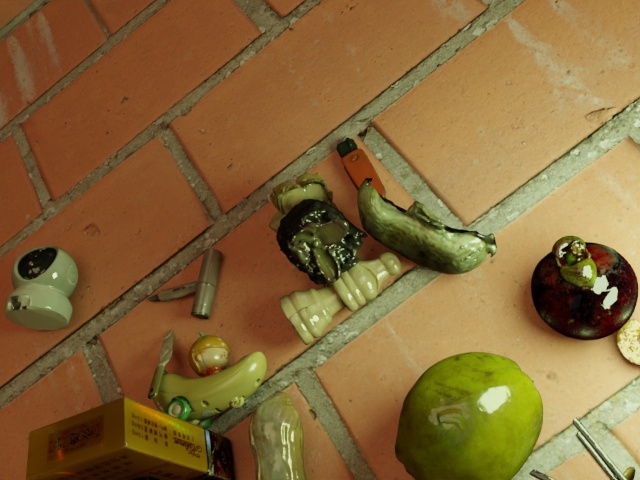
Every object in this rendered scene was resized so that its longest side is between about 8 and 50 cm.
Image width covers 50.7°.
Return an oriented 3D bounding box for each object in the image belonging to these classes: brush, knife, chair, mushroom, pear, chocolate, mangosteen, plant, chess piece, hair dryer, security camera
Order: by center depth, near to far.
[{"bbox_3d":[0.547,0.467,1.256,0.172,0.159,0.247,-47,56,-5],"label":"chair"},{"bbox_3d":[0.298,0.368,1.369,0.321,0.269,0.269,-33,57,-8],"label":"pear"},{"bbox_3d":[0.545,0.099,1.396,0.216,0.216,0.216,-10,63,20],"label":"mangosteen"},{"bbox_3d":[-0.099,0.504,1.550,0.134,0.134,0.309,-15,62,18],"label":"chocolate"},{"bbox_3d":[0.230,-0.019,1.577,0.344,0.247,0.130,25,87,6],"label":"mushroom"},{"bbox_3d":[0.000,0.000,1.625,0.178,0.204,0.234,-45,23,-5],"label":"plant"},{"bbox_3d":[0.059,0.121,1.677,0.307,0.139,0.124,-33,102,3],"label":"chess piece"},{"bbox_3d":[-0.408,0.314,1.756,0.047,0.017,0.298,-37,20,10],"label":"knife"},{"bbox_3d":[0.125,-0.152,1.806,0.070,0.051,0.323,-27,55,3],"label":"brush"},{"bbox_3d":[-0.387,0.124,1.915,0.220,0.053,0.195,-4,64,30],"label":"hair dryer"},{"bbox_3d":[-0.827,0.131,2.028,0.194,0.194,0.236,-9,58,21],"label":"security camera"}]

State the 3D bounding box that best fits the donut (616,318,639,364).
[{"bbox_3d":[0.665,0.215,1.388,0.108,0.043,0.097,22,77,30],"label":"donut"}]

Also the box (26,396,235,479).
[{"bbox_3d":[-0.408,0.494,1.528,0.264,0.415,0.116,-23,54,14],"label":"box"}]

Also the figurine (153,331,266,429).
[{"bbox_3d":[-0.284,0.347,1.717,0.324,0.124,0.222,-25,53,14],"label":"figurine"}]

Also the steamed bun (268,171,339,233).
[{"bbox_3d":[-0.047,-0.083,1.784,0.192,0.178,0.106,-16,24,11],"label":"steamed bun"}]
